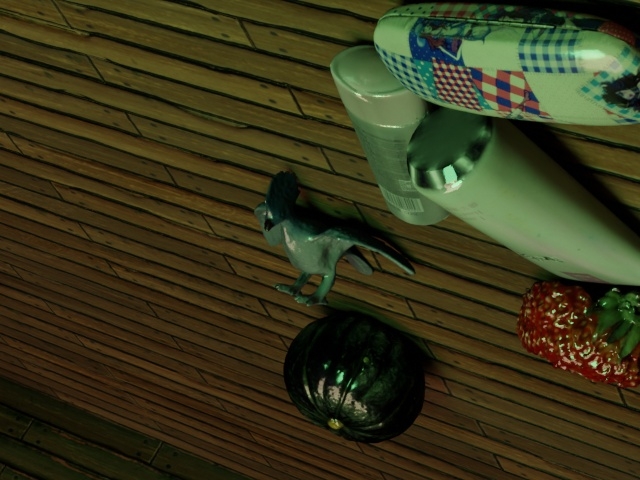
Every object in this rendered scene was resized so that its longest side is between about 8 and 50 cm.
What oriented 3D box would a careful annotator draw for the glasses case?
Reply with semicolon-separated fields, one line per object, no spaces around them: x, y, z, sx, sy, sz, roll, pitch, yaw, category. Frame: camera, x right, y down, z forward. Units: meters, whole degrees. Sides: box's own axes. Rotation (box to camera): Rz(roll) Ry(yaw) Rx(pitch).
0.190;-0.173;1.810;0.327;0.076;0.125;10;150;41;glasses case

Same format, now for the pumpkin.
0.051;0.206;2.759;0.220;0.162;0.220;22;160;8;pumpkin

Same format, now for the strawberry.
0.323;0.119;2.211;0.188;0.106;0.286;23;169;-19;strawberry

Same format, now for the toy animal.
0.000;0.000;2.475;0.239;0.176;0.255;20;-168;33;toy animal

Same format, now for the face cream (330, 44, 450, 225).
0.089;-0.115;2.085;0.107;0.073;0.269;15;155;24;face cream

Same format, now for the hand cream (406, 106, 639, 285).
0.242;-0.026;2.048;0.359;0.118;0.185;35;159;-36;hand cream
